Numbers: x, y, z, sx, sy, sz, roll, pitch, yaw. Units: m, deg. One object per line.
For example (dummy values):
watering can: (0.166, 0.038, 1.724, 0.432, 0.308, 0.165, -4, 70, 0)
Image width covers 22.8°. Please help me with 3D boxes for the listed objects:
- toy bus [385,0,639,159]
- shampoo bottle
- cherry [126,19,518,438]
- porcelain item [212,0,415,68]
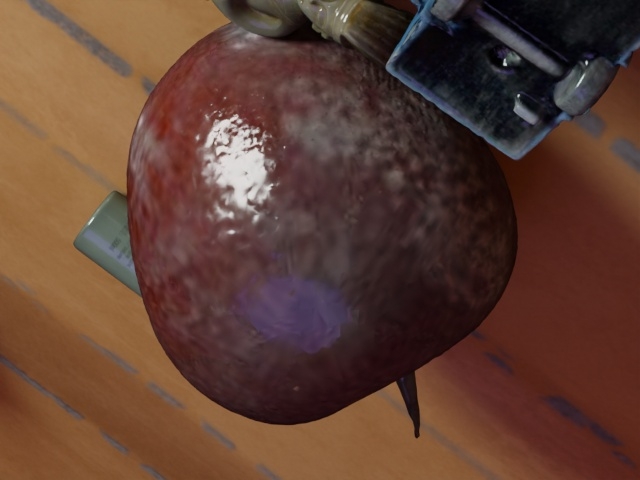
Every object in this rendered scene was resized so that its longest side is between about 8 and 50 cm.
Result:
toy bus: (0.151, -0.169, 0.757, 0.106, 0.131, 0.297, 34, 142, -8)
shampoo bottle: (-0.095, 0.041, 1.204, 0.195, 0.056, 0.056, 38, 141, -4)
cherry: (0.000, 0.000, 0.970, 0.236, 0.213, 0.285, -25, 98, 6)
porcelain item: (-0.039, -0.159, 0.906, 0.213, 0.054, 0.084, 34, 102, 26)
